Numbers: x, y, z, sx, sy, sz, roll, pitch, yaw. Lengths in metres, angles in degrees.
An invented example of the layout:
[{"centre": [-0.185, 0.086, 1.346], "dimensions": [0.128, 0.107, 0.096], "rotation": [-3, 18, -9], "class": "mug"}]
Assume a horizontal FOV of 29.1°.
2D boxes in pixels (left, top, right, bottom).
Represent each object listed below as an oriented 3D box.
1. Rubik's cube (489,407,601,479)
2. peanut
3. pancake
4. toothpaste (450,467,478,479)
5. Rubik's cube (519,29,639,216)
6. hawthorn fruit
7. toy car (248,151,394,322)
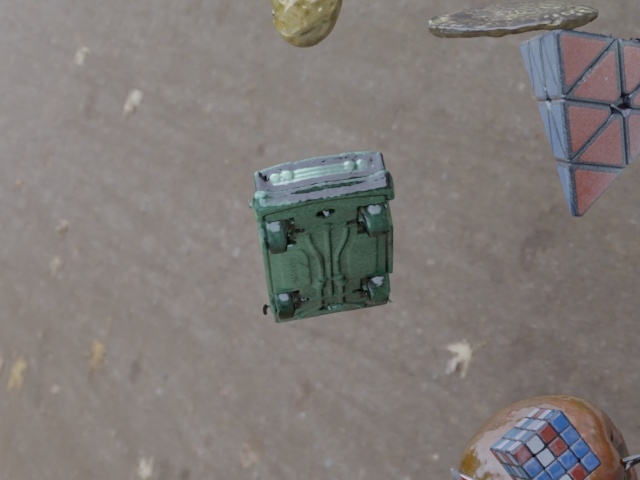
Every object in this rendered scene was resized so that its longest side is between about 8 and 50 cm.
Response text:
[{"centre": [0.298, 0.286, 1.640], "dimensions": [0.092, 0.092, 0.092], "rotation": [-39, 2, -12], "class": "Rubik's cube"}, {"centre": [-0.002, -0.356, 1.557], "dimensions": [0.098, 0.103, 0.229], "rotation": [-126, 54, -65], "class": "peanut"}, {"centre": [0.214, -0.251, 1.395], "dimensions": [0.199, 0.199, 0.021], "rotation": [21, 122, 57], "class": "pancake"}, {"centre": [0.269, 0.306, 1.247], "dimensions": [0.301, 0.075, 0.048], "rotation": [18, 78, 28], "class": "toothpaste"}, {"centre": [0.394, -0.219, 1.773], "dimensions": [0.228, 0.229, 0.233], "rotation": [-50, 4, -41], "class": "Rubik's cube"}, {"centre": [0.375, 0.367, 1.932], "dimensions": [0.301, 0.268, 0.267], "rotation": [-29, 51, 30], "class": "hawthorn fruit"}, {"centre": [0.000, 0.000, 1.251], "dimensions": [0.320, 0.142, 0.097], "rotation": [86, 175, -66], "class": "toy car"}]
